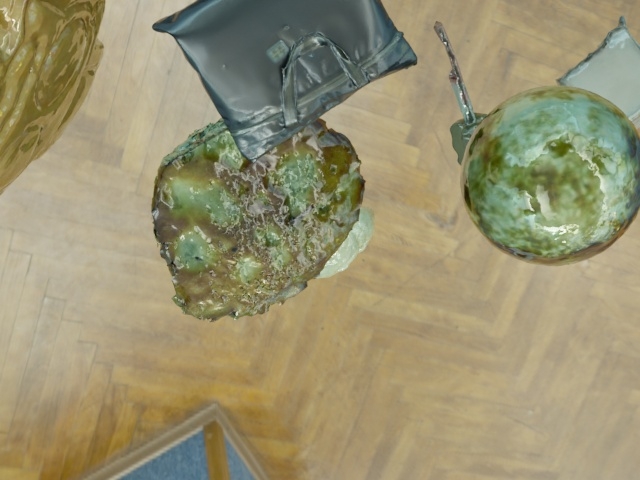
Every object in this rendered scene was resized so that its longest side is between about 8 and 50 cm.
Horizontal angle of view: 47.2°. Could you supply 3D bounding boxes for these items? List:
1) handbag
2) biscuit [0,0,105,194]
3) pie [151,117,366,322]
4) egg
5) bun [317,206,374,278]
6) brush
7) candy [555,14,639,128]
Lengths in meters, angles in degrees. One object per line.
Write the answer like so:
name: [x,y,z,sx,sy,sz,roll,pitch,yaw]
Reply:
handbag: [-0.033,-0.234,0.867,0.254,0.089,0.211,-32,116,5]
biscuit: [-0.280,-0.138,0.685,0.051,0.376,0.269,31,100,-7]
pie: [-0.095,-0.043,1.098,0.354,0.103,0.288,-36,114,-13]
egg: [0.314,-0.084,0.991,0.238,0.289,0.238,-1,89,23]
bun: [0.000,0.000,1.453,0.229,0.229,0.145,-2,93,-13]
brush: [0.233,-0.205,1.155,0.071,0.084,0.301,-25,119,0]
candy: [0.604,-0.313,1.488,0.185,0.195,0.137,-42,159,22]
